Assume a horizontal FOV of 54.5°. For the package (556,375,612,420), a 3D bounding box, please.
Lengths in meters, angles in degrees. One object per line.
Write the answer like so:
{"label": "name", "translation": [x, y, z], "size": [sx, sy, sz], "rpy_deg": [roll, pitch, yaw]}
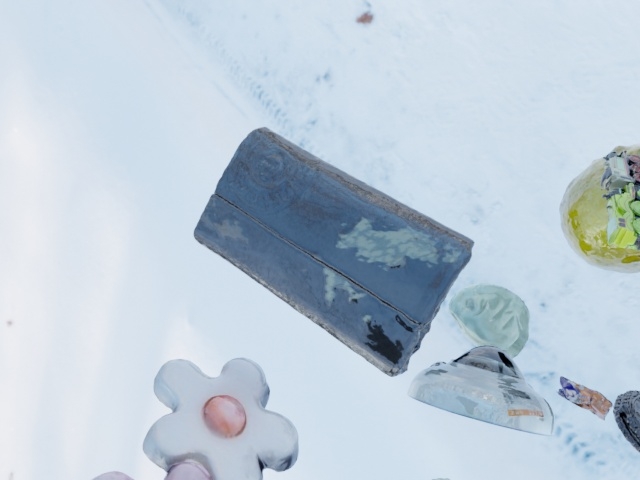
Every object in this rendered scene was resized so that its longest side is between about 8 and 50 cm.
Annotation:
{"label": "package", "translation": [0.541, 0.323, 1.277], "size": [0.111, 0.033, 0.077], "rpy_deg": [25, 128, 31]}

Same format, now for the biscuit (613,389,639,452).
{"label": "biscuit", "translation": [0.748, 0.422, 1.397], "size": [0.194, 0.195, 0.053], "rpy_deg": [54, 131, 27]}

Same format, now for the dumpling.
{"label": "dumpling", "translation": [0.398, 0.189, 1.480], "size": [0.219, 0.152, 0.108], "rpy_deg": [41, 150, -11]}

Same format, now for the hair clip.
{"label": "hair clip", "translation": [-0.099, 0.188, 0.479], "size": [0.146, 0.257, 0.075], "rpy_deg": [42, 114, -9]}

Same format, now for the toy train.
{"label": "toy train", "translation": [0.549, -0.082, 1.114], "size": [0.085, 0.249, 0.053], "rpy_deg": [15, 136, 8]}

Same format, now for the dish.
{"label": "dish", "translation": [0.313, 0.266, 1.177], "size": [0.273, 0.273, 0.133], "rpy_deg": [8, 79, 43]}

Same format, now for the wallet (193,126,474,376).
{"label": "wallet", "translation": [0.000, 0.000, 0.714], "size": [0.321, 0.044, 0.170], "rpy_deg": [32, 92, 27]}

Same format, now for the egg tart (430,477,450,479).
{"label": "egg tart", "translation": [0.123, 0.582, 1.063], "size": [0.169, 0.388, 0.387], "rpy_deg": [17, 104, 32]}

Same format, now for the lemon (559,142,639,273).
{"label": "lemon", "translation": [0.675, -0.070, 1.336], "size": [0.316, 0.286, 0.285], "rpy_deg": [125, 132, -75]}
